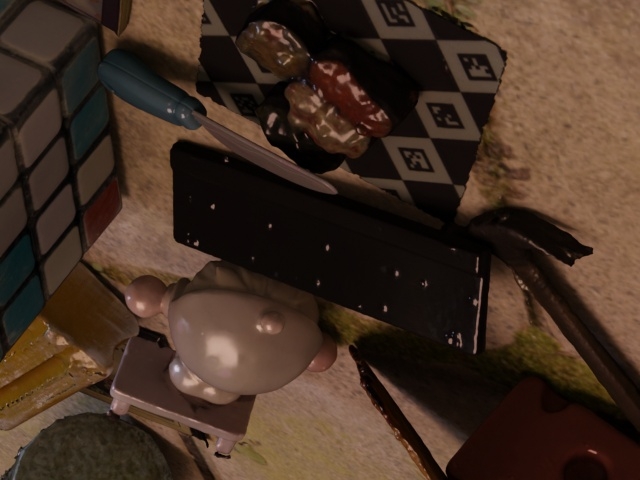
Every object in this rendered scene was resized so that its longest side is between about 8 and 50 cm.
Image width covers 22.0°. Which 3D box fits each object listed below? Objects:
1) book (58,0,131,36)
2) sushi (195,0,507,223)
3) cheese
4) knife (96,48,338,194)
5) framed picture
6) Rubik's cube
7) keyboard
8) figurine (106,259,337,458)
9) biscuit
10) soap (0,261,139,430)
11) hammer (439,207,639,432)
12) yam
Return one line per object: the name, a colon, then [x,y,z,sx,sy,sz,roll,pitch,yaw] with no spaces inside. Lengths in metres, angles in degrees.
book: [-0.239,-0.253,1.218,0.231,0.026,0.157,30,150,5]
sushi: [0.002,-0.104,1.177,0.231,0.047,0.219,28,150,10]
cheese: [0.218,0.243,1.370,0.203,0.128,0.177,34,159,26]
knife: [-0.076,-0.083,1.254,0.244,0.032,0.058,30,164,27]
framed picture: [-0.223,0.136,1.776,0.195,0.010,0.199,17,146,27]
Rubik's cube: [-0.340,-0.063,1.356,0.253,0.259,0.256,23,149,15]
keyboard: [0.000,0.000,1.305,0.310,0.018,0.101,20,124,32]
figurine: [-0.088,0.087,1.451,0.182,0.144,0.256,39,147,3]
biscuit: [0.097,0.197,1.390,0.237,0.013,0.232,55,180,-5]
soap: [-0.320,0.093,1.715,0.173,0.089,0.274,46,145,-11]
hammer: [0.210,0.085,1.269,0.125,0.027,0.297,-1,135,51]
yam: [-0.291,0.358,1.951,0.241,0.241,0.348,32,147,4]
